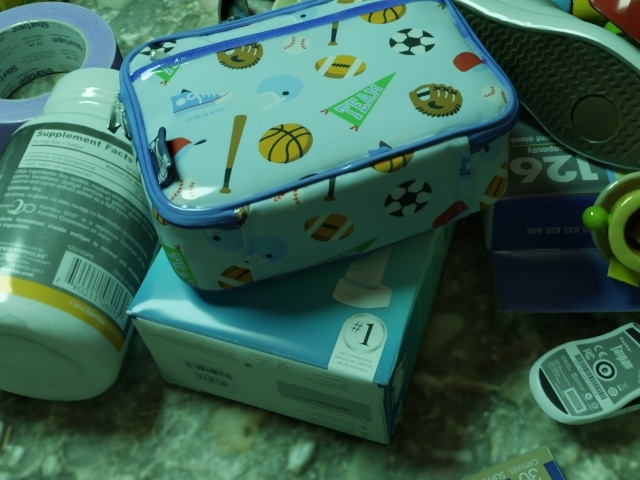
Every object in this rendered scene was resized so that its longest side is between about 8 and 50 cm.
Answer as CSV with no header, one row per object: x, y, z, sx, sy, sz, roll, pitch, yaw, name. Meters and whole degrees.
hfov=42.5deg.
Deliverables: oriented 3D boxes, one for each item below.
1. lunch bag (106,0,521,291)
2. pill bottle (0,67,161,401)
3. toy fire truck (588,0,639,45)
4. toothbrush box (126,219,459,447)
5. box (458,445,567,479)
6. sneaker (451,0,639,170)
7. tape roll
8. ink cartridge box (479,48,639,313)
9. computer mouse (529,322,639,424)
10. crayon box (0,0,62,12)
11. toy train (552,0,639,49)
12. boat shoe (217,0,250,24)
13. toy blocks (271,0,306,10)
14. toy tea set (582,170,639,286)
-0.014,-0.100,0.664,0.303,0.115,0.243,-15,52,-7,lunch bag
-0.223,-0.012,0.739,0.162,0.162,0.278,5,55,8,pill bottle
0.306,-0.283,0.761,0.302,0.254,0.169,45,114,20,toy fire truck
0.000,0.000,0.734,0.216,0.126,0.296,12,57,14,toothbrush box
0.155,0.273,0.584,0.136,0.036,0.225,-19,57,-9,box
0.229,-0.173,0.765,0.290,0.106,0.123,39,45,26,sneaker
-0.309,-0.172,0.910,0.188,0.080,0.189,-2,55,2,tape roll
0.300,-0.072,0.777,0.303,0.072,0.307,-2,45,2,ink cartridge box
0.258,0.105,0.693,0.193,0.042,0.106,-16,59,-14,computer mouse
-0.480,-0.412,1.079,0.362,0.106,0.313,14,58,15,crayon box
0.340,-0.267,0.919,0.248,0.105,0.143,0,65,5,toy train
-0.102,-0.247,0.970,0.049,0.040,0.142,-9,54,-2,boat shoe
-0.039,-0.287,0.964,0.054,0.148,0.123,19,76,-33,toy blocks
0.382,-0.014,0.609,0.336,0.200,0.124,19,15,3,toy tea set
